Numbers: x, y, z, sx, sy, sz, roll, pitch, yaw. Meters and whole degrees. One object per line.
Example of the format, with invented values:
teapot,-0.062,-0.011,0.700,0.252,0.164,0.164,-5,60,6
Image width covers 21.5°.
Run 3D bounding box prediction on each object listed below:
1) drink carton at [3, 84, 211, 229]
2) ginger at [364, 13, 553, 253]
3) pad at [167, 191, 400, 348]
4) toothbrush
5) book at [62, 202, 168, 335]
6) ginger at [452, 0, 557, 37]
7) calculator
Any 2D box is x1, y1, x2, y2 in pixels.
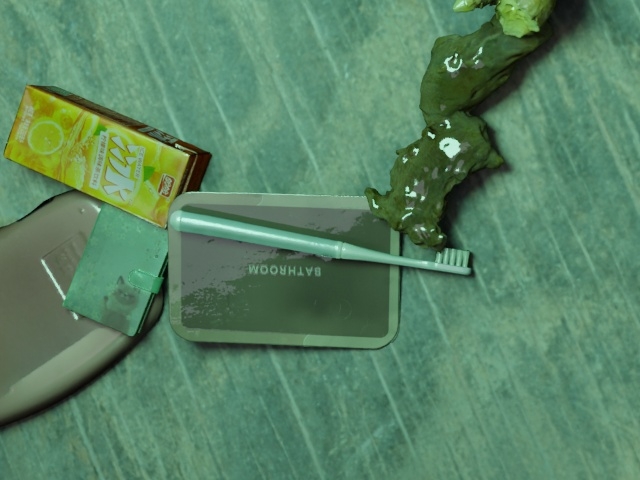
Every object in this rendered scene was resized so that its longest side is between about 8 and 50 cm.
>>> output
drink carton,-0.248,-0.100,1.962,0.223,0.071,0.096,24,102,15
ginger,0.151,-0.132,1.814,0.122,0.084,0.290,31,103,21
pad,-0.042,0.034,1.901,0.266,0.002,0.176,2,100,7
toothbrush,0.000,0.002,1.873,0.342,0.025,0.030,8,90,6
book,-0.231,0.034,1.962,0.103,0.017,0.135,23,94,12
ginger,0.212,-0.302,1.754,0.216,0.102,0.157,-42,88,-17
calculator,-0.339,0.079,2.021,0.329,0.048,0.220,-35,81,15
